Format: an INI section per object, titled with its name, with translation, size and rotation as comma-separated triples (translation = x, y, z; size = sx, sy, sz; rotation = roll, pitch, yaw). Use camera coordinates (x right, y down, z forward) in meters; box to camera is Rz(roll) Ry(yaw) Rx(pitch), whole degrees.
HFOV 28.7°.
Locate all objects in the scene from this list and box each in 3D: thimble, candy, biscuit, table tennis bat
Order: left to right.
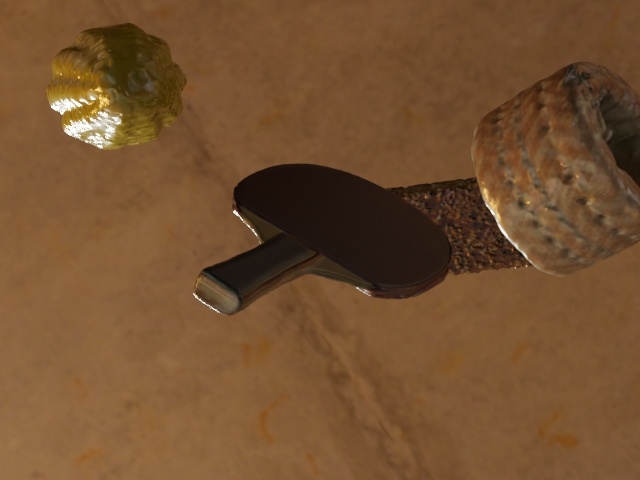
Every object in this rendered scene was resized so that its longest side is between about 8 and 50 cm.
[candy]
translation = -0.147, -0.115, 0.921
size = 0.106, 0.094, 0.199
rotation = -10, -174, -12
[table tennis bat]
translation = 0.000, 0.000, 0.936
size = 0.173, 0.301, 0.022
rotation = 30, -65, 15
[biscuit]
translation = 0.135, -0.010, 1.374
size = 0.230, 0.131, 0.025
rotation = -8, -141, 16
[thimble]
translation = 0.270, -0.075, 1.296
size = 0.148, 0.229, 0.196
rotation = -30, -107, 32
